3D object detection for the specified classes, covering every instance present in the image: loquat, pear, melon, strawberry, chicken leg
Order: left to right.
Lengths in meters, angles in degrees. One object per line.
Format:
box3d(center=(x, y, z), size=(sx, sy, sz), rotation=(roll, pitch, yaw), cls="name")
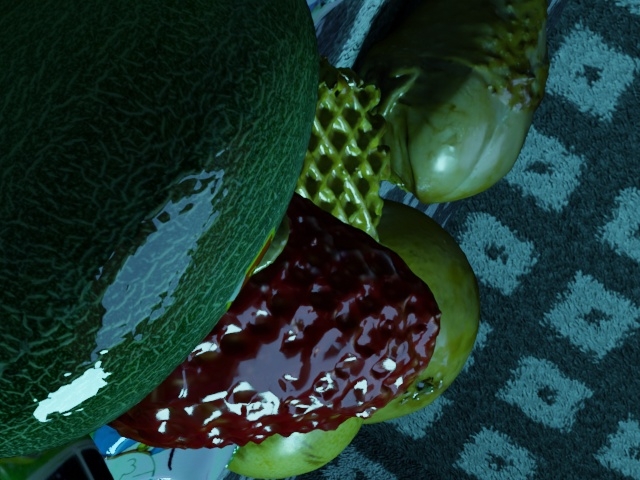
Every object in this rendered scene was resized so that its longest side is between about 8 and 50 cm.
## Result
box3d(center=(-0.114, -0.022, 0.689), size=(0.288, 0.182, 0.182), rotation=(-55, 171, -16), cls="melon")
box3d(center=(-0.045, 0.044, 1.023), size=(0.205, 0.244, 0.205), rotation=(-171, -90, -79), cls="strawberry")
box3d(center=(-0.043, 0.104, 1.429), size=(0.209, 0.209, 0.209), rotation=(-56, 171, -13), cls="pear")
box3d(center=(0.051, 0.081, 1.823), size=(0.263, 0.263, 0.263), rotation=(-56, 171, -13), cls="loquat")
box3d(center=(0.148, -0.227, 1.634), size=(0.295, 0.182, 0.409), rotation=(127, -20, -84), cls="chicken leg")

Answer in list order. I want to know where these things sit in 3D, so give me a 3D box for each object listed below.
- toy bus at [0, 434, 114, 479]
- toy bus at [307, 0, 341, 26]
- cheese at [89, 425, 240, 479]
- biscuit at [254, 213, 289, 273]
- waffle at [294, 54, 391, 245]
box3d(center=(-0.229, 0.238, 0.957), size=(0.305, 0.179, 0.143), rotation=(-59, 171, 10), cls="toy bus")
box3d(center=(-0.059, -0.130, 0.924), size=(0.274, 0.090, 0.112), rotation=(-46, 174, -48), cls="toy bus")
box3d(center=(-0.123, 0.118, 1.267), size=(0.204, 0.083, 0.320), rotation=(14, 116, -39), cls="cheese")
box3d(center=(-0.151, 0.041, 0.825), size=(0.299, 0.045, 0.154), rotation=(-31, -157, -20), cls="biscuit")
box3d(center=(-0.011, -0.059, 1.326), size=(0.193, 0.070, 0.197), rotation=(-21, 112, -52), cls="waffle")
